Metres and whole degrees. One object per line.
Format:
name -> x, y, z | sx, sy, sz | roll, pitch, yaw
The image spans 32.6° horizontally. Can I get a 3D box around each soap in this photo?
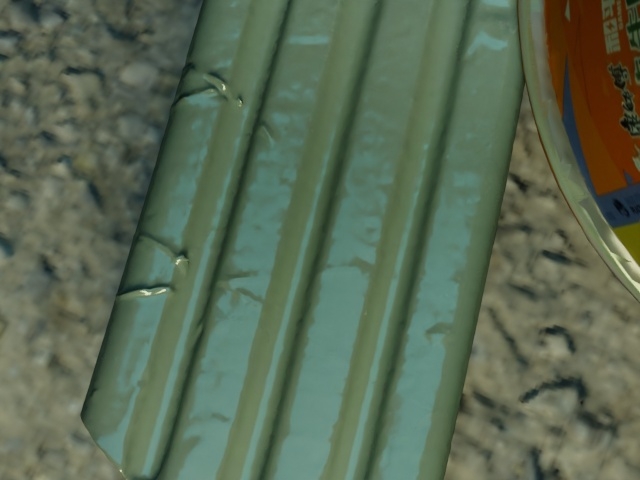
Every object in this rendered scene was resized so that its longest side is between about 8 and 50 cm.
soap -> 0.000, 0.000, 0.386 | 0.119, 0.066, 0.198 | 11, 74, 10

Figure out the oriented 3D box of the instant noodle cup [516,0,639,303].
instant noodle cup -> 0.211, -0.079, 0.271 | 0.297, 0.214, 0.296 | 0, 91, -2
